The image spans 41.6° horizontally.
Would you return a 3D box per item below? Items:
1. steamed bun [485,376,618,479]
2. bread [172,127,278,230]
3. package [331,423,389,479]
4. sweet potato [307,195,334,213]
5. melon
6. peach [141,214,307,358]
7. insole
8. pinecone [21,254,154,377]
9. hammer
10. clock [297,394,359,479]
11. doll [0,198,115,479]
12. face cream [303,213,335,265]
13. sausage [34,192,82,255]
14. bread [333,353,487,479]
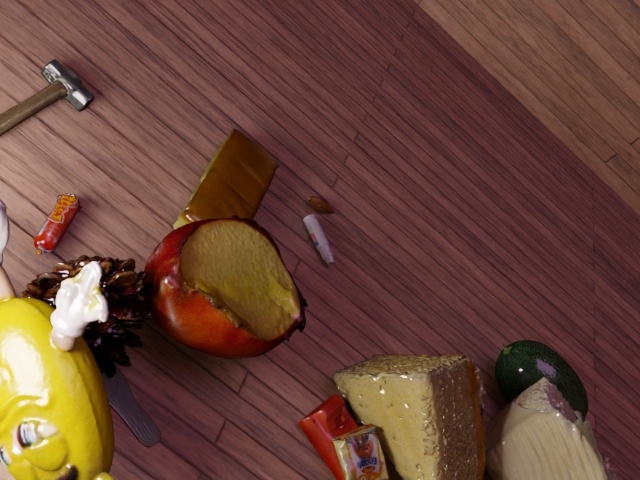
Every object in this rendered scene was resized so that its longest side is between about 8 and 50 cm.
[{"bbox_3d":[0.522,0.476,1.923,0.290,0.273,0.272,60,21,3],"label":"steamed bun"},{"bbox_3d":[-0.201,-0.098,1.824,0.138,0.077,0.361,39,36,-15],"label":"bread"},{"bbox_3d":[0.079,0.416,1.600,0.108,0.031,0.121,-6,72,-36],"label":"package"},{"bbox_3d":[-0.001,-0.086,2.065,0.095,0.034,0.034,31,38,-40],"label":"sweet potato"},{"bbox_3d":[0.546,0.359,2.107,0.288,0.182,0.182,48,35,-6],"label":"melon"},{"bbox_3d":[-0.204,0.101,1.520,0.361,0.201,0.258,3,64,-59],"label":"peach"},{"bbox_3d":[-0.331,0.266,1.411,0.188,0.004,0.064,52,37,5],"label":"insole"},{"bbox_3d":[-0.366,0.125,1.340,0.221,0.221,0.222,28,40,-27],"label":"pinecone"},{"bbox_3d":[-0.573,-0.235,1.594,0.111,0.043,0.365,45,38,-8],"label":"hammer"},{"bbox_3d":[0.043,0.388,1.651,0.155,0.061,0.113,55,38,5],"label":"clock"},{"bbox_3d":[-0.413,0.143,1.166,0.423,0.348,0.161,24,22,30],"label":"doll"},{"bbox_3d":[0.000,0.000,1.983,0.034,0.034,0.130,-2,59,-48],"label":"face cream"},{"bbox_3d":[-0.474,-0.025,1.496,0.050,0.048,0.145,31,41,-15],"label":"sausage"},{"bbox_3d":[0.185,0.392,1.752,0.248,0.278,0.316,-6,100,-58],"label":"bread"}]
